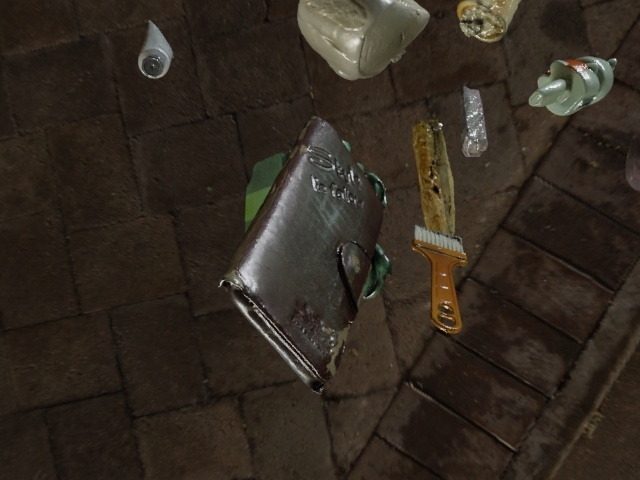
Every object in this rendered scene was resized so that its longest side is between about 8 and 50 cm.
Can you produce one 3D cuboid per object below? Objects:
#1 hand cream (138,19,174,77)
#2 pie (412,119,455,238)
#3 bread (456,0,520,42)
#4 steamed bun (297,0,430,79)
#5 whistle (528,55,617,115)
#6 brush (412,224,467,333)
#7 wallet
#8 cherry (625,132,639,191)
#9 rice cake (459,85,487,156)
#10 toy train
[{"bbox_3d":[-0.239,-0.275,1.095,0.042,0.194,0.067,-33,115,8],"label":"hand cream"},{"bbox_3d":[0.249,-0.120,1.619,0.068,0.128,0.283,-10,104,-11],"label":"pie"},{"bbox_3d":[0.347,-0.488,1.532,0.119,0.084,0.177,41,71,-32],"label":"bread"},{"bbox_3d":[0.092,-0.537,1.858,0.247,0.383,0.236,42,116,11],"label":"steamed bun"},{"bbox_3d":[0.476,-0.293,1.425,0.105,0.253,0.102,33,132,37],"label":"whistle"},{"bbox_3d":[0.174,0.051,1.077,0.090,0.314,0.017,17,114,-1],"label":"brush"},{"bbox_3d":[0.000,0.000,0.597,0.031,0.232,0.122,-25,116,30],"label":"wallet"},{"bbox_3d":[0.669,-0.144,1.425,0.188,0.115,0.148,5,46,-8],"label":"cherry"},{"bbox_3d":[0.293,-0.233,1.451,0.049,0.270,0.055,12,121,2],"label":"rice cake"},{"bbox_3d":[-0.013,-0.008,1.221,0.166,0.238,0.299,11,76,-36],"label":"toy train"}]
